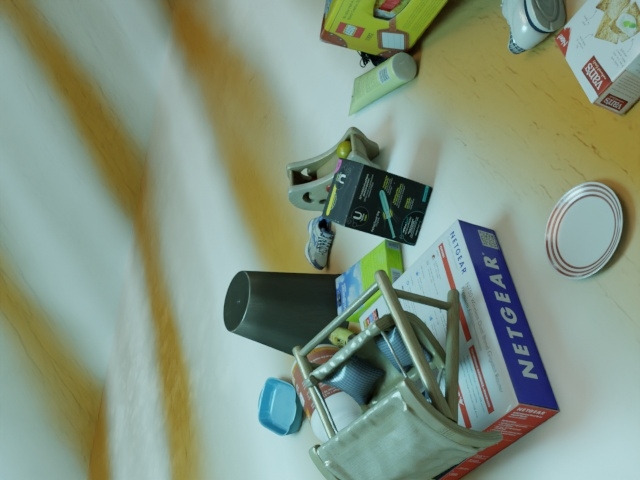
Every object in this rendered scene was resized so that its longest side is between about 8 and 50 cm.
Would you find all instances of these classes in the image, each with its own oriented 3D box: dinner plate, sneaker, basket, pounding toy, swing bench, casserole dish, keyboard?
[{"bbox_3d":[0.371,-0.013,1.091,0.141,0.017,0.141,-34,48,50],"label":"dinner plate"},{"bbox_3d":[0.337,-0.426,1.288,0.095,0.090,0.235,137,141,-60],"label":"sneaker"},{"bbox_3d":[-0.074,0.145,1.612,0.154,0.226,0.205,-3,74,61],"label":"basket"},{"bbox_3d":[0.011,-0.161,1.680,0.269,0.154,0.155,-44,41,45],"label":"pounding toy"},{"bbox_3d":[0.099,0.225,1.142,0.253,0.165,0.255,-48,39,41],"label":"swing bench"},{"bbox_3d":[-0.085,0.370,1.729,0.188,0.037,0.114,1,78,62],"label":"casserole dish"},{"bbox_3d":[0.123,-0.450,1.759,0.100,0.038,0.192,-36,41,18],"label":"keyboard"},{"bbox_3d":[0.000,0.000,1.736,0.058,0.052,0.135,-35,48,45],"label":"sneaker"}]

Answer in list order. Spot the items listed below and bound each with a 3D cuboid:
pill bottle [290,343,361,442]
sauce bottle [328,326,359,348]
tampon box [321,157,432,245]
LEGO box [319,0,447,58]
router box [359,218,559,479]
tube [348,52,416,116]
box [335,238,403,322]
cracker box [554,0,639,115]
[{"bbox_3d":[0.027,0.305,1.461,0.121,0.121,0.216,-63,29,22],"label":"pill bottle"},{"bbox_3d":[0.063,0.200,1.527,0.128,0.042,0.042,12,88,59],"label":"sauce bottle"},{"bbox_3d":[0.105,-0.073,1.456,0.101,0.161,0.121,26,100,62],"label":"tampon box"},{"bbox_3d":[0.162,-0.610,1.425,0.500,0.193,0.373,141,139,-76],"label":"LEGO box"},{"bbox_3d":[0.200,0.189,1.239,0.301,0.082,0.336,-50,37,39],"label":"router box"},{"bbox_3d":[0.122,-0.341,1.676,0.070,0.062,0.240,-40,11,-24],"label":"tube"},{"bbox_3d":[0.095,0.086,1.524,0.178,0.042,0.109,-42,41,46],"label":"box"},{"bbox_3d":[0.440,-0.308,1.052,0.232,0.067,0.156,-53,35,37],"label":"cracker box"}]
